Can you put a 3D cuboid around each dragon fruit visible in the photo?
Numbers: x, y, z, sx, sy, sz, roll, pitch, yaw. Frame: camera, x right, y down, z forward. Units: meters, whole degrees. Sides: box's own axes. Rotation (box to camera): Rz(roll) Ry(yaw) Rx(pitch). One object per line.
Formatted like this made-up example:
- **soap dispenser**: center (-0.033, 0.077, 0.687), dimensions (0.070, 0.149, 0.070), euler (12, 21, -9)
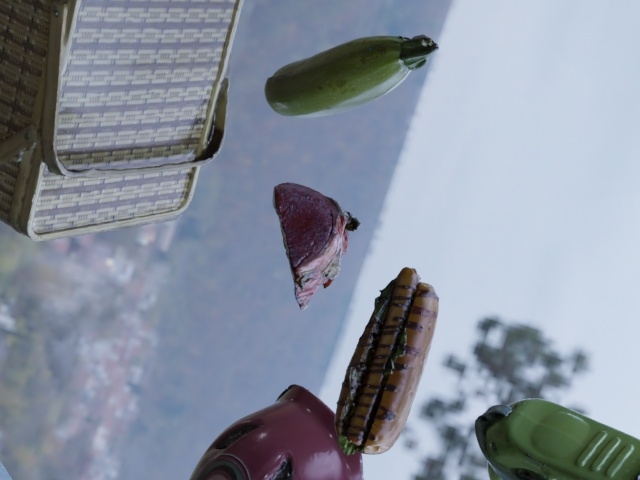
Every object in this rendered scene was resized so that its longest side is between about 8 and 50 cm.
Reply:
- **dragon fruit**: center (0.000, 0.000, 2.065), dimensions (0.102, 0.096, 0.147), euler (98, -19, -66)

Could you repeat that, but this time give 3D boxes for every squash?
- **squash**: center (0.030, -0.216, 2.226), dimensions (0.341, 0.094, 0.094), euler (-9, -125, 51)

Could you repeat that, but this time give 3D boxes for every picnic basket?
- **picnic basket**: center (-0.204, -0.162, 1.506), dimensions (0.228, 0.175, 0.313), euler (-9, 121, -53)

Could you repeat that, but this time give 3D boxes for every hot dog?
- **hot dog**: center (0.039, 0.075, 1.036), dimensions (0.037, 0.049, 0.122), euler (25, 80, -58)

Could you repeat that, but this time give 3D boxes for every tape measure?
- **tape measure**: center (0.225, 0.222, 1.559), dimensions (0.087, 0.177, 0.154), euler (-43, 141, -29)

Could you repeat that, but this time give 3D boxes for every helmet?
- **helmet**: center (-0.074, 0.291, 1.796), dimensions (0.198, 0.154, 0.253), euler (39, -54, 43)

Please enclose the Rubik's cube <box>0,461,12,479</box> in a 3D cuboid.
- **Rubik's cube**: center (-0.404, 0.272, 1.569), dimensions (0.265, 0.224, 0.213), euler (-12, 149, -51)
